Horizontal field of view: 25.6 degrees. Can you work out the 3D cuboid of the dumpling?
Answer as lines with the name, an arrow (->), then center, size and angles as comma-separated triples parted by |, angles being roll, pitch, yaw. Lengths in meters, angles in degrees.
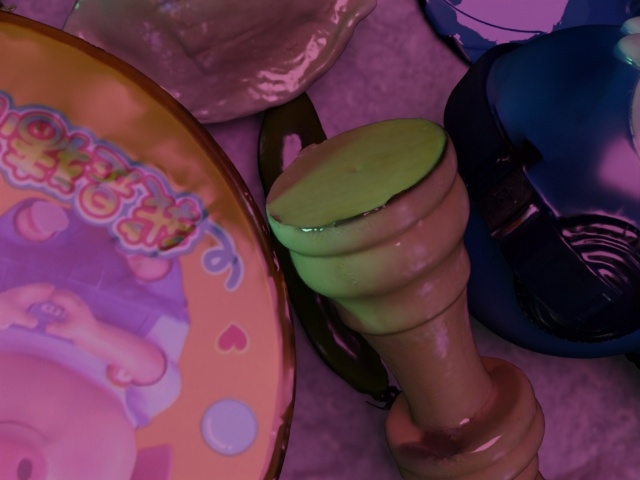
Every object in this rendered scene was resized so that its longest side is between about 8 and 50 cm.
dumpling -> -0.062, -0.178, 0.983 | 0.179, 0.131, 0.252 | 42, 77, -8

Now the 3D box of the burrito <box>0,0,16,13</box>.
burrito -> -0.231, -0.270, 1.008 | 0.104, 0.054, 0.288 | 6, 75, -13

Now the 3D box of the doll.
doll -> 0.214, -0.013, 0.952 | 0.310, 0.240, 0.284 | 38, 31, -15

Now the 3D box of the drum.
drum -> -0.235, 0.083, 0.840 | 0.431, 0.214, 0.431 | 3, 76, -10

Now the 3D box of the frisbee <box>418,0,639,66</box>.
frisbee -> 0.186, -0.224, 1.088 | 0.242, 0.045, 0.242 | 3, 78, -12

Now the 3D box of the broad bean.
broad bean -> -0.004, 0.001, 0.993 | 0.065, 0.046, 0.255 | -14, 82, -21

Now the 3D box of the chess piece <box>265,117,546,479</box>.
chess piece -> 0.093, 0.120, 0.878 | 0.117, 0.117, 0.397 | -33, 117, -17
